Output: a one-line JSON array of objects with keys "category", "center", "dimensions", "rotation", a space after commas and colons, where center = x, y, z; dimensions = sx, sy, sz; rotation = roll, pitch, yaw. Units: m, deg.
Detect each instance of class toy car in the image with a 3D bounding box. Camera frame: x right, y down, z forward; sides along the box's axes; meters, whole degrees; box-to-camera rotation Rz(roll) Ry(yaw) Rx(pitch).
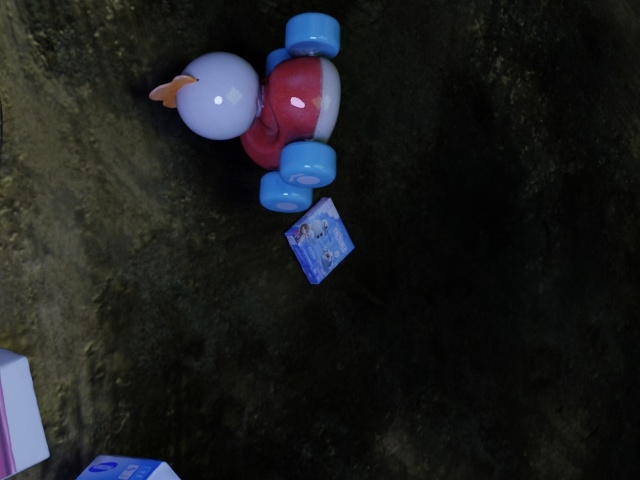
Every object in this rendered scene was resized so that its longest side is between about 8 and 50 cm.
[{"category": "toy car", "center": [-0.107, -0.175, 1.707], "dimensions": [0.238, 0.210, 0.219], "rotation": [7, 72, -15]}]

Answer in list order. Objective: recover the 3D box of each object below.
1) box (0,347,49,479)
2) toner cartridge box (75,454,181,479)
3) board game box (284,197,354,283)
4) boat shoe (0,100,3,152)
[{"category": "box", "center": [-0.434, 0.207, 1.401], "dimensions": [0.232, 0.148, 0.127], "rotation": [-24, 113, -40]}, {"category": "toner cartridge box", "center": [-0.156, 0.416, 1.633], "dimensions": [0.075, 0.165, 0.348], "rotation": [-49, 114, -32]}, {"category": "board game box", "center": [0.000, 0.000, 1.890], "dimensions": [0.090, 0.020, 0.090], "rotation": [-45, 121, -33]}, {"category": "boat shoe", "center": [-0.396, -0.173, 1.490], "dimensions": [0.060, 0.064, 0.178], "rotation": [-9, 98, -12]}]
